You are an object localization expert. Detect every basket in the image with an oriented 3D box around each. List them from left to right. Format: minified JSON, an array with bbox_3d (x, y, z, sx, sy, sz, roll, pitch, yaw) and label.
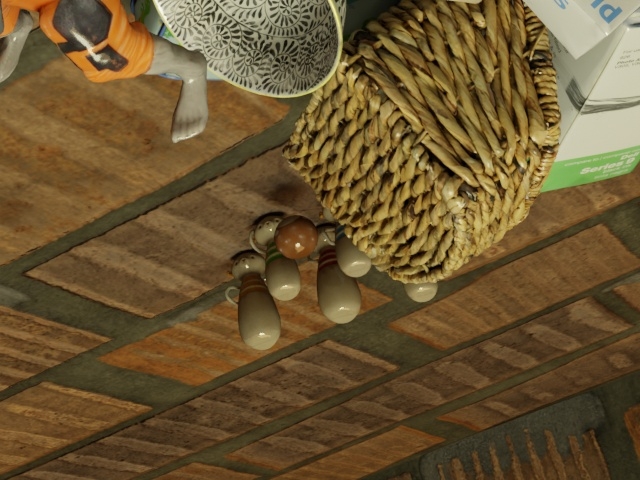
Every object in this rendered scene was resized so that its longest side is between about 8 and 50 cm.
[{"bbox_3d":[0.127,-0.107,1.205,0.223,0.213,0.299,-39,175,-17],"label":"basket"}]

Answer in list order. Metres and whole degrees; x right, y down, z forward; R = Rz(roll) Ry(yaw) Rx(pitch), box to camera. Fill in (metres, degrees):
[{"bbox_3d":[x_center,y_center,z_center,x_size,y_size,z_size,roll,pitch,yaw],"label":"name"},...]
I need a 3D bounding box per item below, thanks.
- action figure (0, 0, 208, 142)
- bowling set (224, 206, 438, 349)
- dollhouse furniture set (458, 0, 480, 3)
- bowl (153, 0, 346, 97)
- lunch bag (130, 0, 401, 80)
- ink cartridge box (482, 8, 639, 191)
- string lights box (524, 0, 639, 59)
[{"bbox_3d":[-0.239,-0.221,0.853,0.178,0.341,0.330,-51,149,-14],"label":"action figure"},{"bbox_3d":[0.000,0.000,1.649,0.287,0.154,0.200,-15,138,2],"label":"bowling set"},{"bbox_3d":[0.203,-0.323,0.793,0.303,0.174,0.355,2,125,-34],"label":"dollhouse furniture set"},{"bbox_3d":[-0.042,-0.200,0.996,0.170,0.080,0.170,22,144,18],"label":"bowl"},{"bbox_3d":[-0.044,-0.219,1.146,0.219,0.090,0.176,-2,154,-27],"label":"lunch bag"},{"bbox_3d":[0.253,-0.208,1.205,0.121,0.211,0.289,-10,157,-13],"label":"ink cartridge box"},{"bbox_3d":[0.256,-0.278,1.004,0.259,0.133,0.077,-42,180,-9],"label":"string lights box"}]
